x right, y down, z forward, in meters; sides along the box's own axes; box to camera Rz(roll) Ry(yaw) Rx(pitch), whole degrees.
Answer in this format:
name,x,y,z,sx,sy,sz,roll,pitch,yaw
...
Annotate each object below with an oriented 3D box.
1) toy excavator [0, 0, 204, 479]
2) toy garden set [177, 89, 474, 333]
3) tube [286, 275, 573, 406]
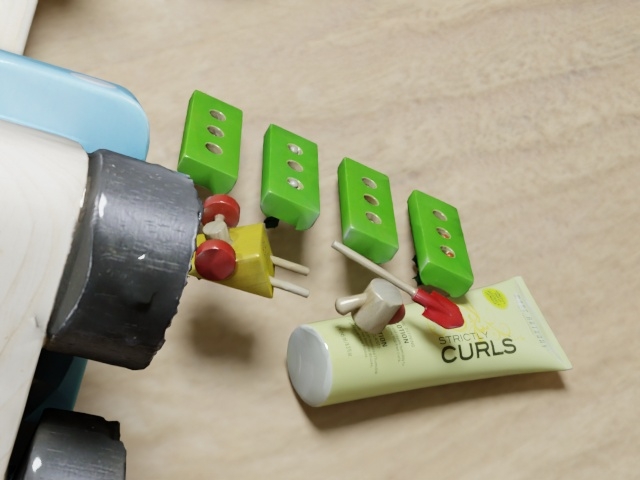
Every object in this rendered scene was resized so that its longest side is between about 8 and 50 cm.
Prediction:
name,x,y,z,sx,sy,sz,roll,pitch,yaw
toy excavator,-0.223,-0.058,0.686,0.222,0.445,0.433,14,101,-20
toy garden set,0.000,0.000,0.824,0.244,0.049,0.204,23,30,-16
tube,0.089,0.077,0.853,0.240,0.062,0.070,-5,99,-33
